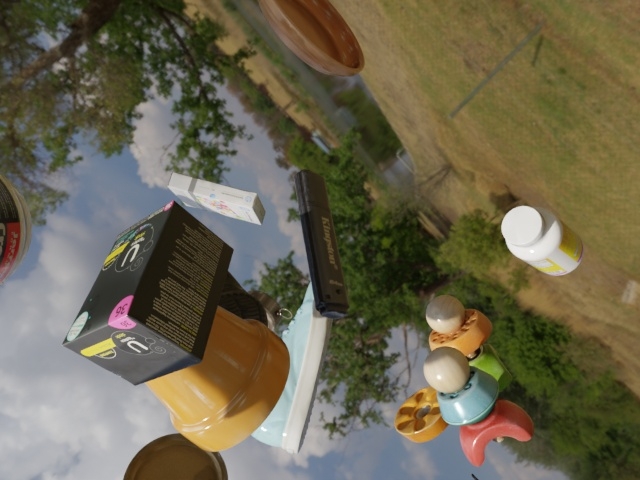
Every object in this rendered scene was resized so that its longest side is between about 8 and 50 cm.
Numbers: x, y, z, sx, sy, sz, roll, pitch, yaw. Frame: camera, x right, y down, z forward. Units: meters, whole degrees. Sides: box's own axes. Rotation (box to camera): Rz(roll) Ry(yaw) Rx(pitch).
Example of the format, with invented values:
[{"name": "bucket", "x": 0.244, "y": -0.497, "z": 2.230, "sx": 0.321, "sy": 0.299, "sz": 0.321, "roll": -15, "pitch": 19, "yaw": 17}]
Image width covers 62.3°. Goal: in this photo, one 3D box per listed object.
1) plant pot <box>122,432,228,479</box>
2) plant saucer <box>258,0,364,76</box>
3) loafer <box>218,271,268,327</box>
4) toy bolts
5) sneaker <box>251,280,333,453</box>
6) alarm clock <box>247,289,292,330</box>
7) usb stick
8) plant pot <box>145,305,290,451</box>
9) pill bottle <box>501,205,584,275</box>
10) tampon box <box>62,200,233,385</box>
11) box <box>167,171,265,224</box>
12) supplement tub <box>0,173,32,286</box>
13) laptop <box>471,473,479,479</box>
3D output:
[{"name": "plant pot", "x": -0.332, "y": 0.564, "z": 1.217, "sx": 0.236, "sy": 0.032, "sz": 0.236, "roll": 9, "pitch": -134, "yaw": -9}, {"name": "plant saucer", "x": -0.018, "y": -0.309, "z": 0.753, "sx": 0.200, "sy": 0.037, "sz": 0.200, "roll": 33, "pitch": -144, "yaw": -28}, {"name": "loafer", "x": -0.229, "y": 0.191, "z": 1.333, "sx": 0.133, "sy": 0.130, "sz": 0.366, "roll": -7, "pitch": -152, "yaw": -23}, {"name": "toy bolts", "x": 0.175, "y": 0.202, "z": 0.773, "sx": 0.158, "sy": 0.218, "sz": 0.228, "roll": 53, "pitch": -172, "yaw": -11}, {"name": "sneaker", "x": -0.067, "y": 0.232, "z": 1.082, "sx": 0.150, "sy": 0.366, "sz": 0.135, "roll": 13, "pitch": 164, "yaw": 6}, {"name": "alarm clock", "x": -0.161, "y": 0.207, "z": 1.509, "sx": 0.064, "sy": 0.192, "sz": 0.129, "roll": -56, "pitch": -49, "yaw": -45}, {"name": "usb stick", "x": 0.000, "y": 0.000, "z": 0.937, "sx": 0.077, "sy": 0.045, "sz": 0.278, "roll": 26, "pitch": -133, "yaw": -52}, {"name": "plant pot", "x": -0.182, "y": 0.178, "z": 0.800, "sx": 0.188, "sy": 0.205, "sz": 0.205, "roll": 48, "pitch": -174, "yaw": -29}, {"name": "pill bottle", "x": 0.176, "y": -0.001, "z": 0.423, "sx": 0.083, "sy": 0.043, "sz": 0.043, "roll": 22, "pitch": -156, "yaw": -45}, {"name": "tampon box", "x": -0.189, "y": 0.061, "z": 0.604, "sx": 0.101, "sy": 0.120, "sz": 0.161, "roll": 43, "pitch": -143, "yaw": -32}, {"name": "box", "x": -0.220, "y": -0.089, "z": 1.153, "sx": 0.186, "sy": 0.038, "sz": 0.145, "roll": 14, "pitch": 168, "yaw": 4}, {"name": "supplement tub", "x": -0.422, "y": -0.009, "z": 0.530, "sx": 0.191, "sy": 0.191, "sz": 0.272, "roll": 46, "pitch": 174, "yaw": -10}, {"name": "laptop", "x": 0.358, "y": 0.628, "z": 0.775, "sx": 0.236, "sy": 0.408, "sz": 0.382, "roll": 10, "pitch": -166, "yaw": -33}]
